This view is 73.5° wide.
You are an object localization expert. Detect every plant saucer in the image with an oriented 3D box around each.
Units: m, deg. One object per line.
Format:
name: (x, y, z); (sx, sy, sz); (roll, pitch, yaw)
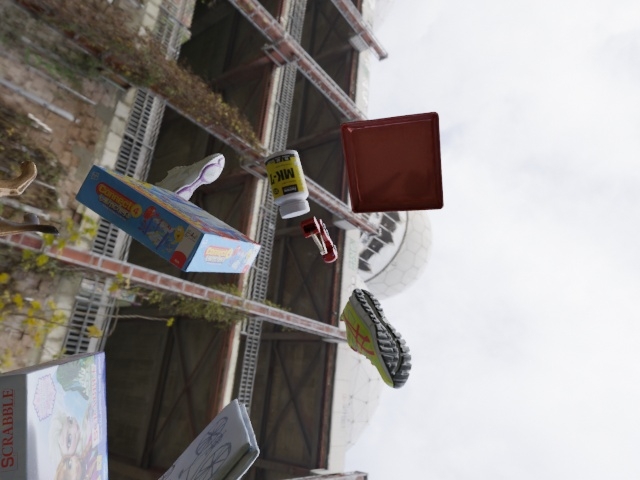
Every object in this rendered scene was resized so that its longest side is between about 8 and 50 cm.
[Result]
plant saucer: (0.198, -0.206, 1.164); (0.258, 0.048, 0.259); (-2, -67, 20)

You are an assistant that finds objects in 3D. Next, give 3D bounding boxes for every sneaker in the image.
sneaker: (-0.530, -0.275, 1.739); (0.152, 0.114, 0.305); (39, -114, 21)
sneaker: (0.099, 0.197, 0.824); (0.094, 0.081, 0.208); (-53, -139, 28)

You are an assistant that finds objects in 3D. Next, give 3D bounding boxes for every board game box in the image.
board game box: (-0.461, 0.373, 0.749); (0.065, 0.318, 0.319); (-5, -97, -8)
board game box: (-0.333, -0.037, 0.999); (0.308, 0.302, 0.086); (30, -88, 13)

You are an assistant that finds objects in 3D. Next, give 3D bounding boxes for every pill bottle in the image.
pill bottle: (-0.109, -0.188, 1.447); (0.119, 0.119, 0.209); (-18, -95, 32)

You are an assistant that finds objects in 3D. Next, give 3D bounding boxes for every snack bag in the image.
snack bag: (-0.248, 0.442, 0.737); (0.342, 0.037, 0.323); (-45, -175, -17)

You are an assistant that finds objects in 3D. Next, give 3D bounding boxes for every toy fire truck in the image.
toy fire truck: (0.000, 0.000, 1.339); (0.047, 0.192, 0.135); (-22, -156, 10)

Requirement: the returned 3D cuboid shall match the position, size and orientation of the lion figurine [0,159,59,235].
lion figurine: (-0.643, -0.133, 0.700); (0.142, 0.240, 0.392); (-40, -91, 30)
